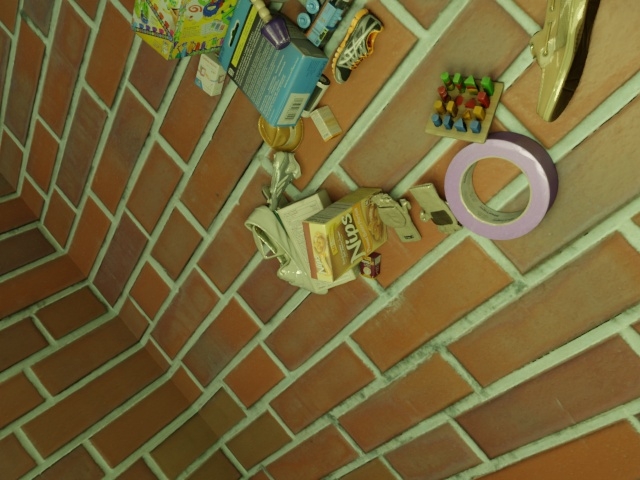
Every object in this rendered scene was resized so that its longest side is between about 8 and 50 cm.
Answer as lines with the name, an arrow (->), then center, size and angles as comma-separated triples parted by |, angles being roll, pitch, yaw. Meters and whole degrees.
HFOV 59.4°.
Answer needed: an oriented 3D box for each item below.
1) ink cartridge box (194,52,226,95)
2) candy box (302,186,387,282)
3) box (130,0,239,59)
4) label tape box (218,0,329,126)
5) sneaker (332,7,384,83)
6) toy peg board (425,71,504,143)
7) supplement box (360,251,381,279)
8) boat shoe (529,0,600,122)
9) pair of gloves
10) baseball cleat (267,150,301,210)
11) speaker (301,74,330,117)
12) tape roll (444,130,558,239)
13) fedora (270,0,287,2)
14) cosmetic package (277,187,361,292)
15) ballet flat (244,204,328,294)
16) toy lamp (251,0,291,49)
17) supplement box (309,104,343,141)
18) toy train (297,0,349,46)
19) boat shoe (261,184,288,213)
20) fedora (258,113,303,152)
ink cartridge box -> -0.376, -0.576, 1.931 | 0.089, 0.052, 0.122 | 39, 129, 16
candy box -> 0.082, -0.026, 1.686 | 0.088, 0.316, 0.182 | 7, 117, 36
box -> -0.379, -0.729, 1.692 | 0.177, 0.290, 0.279 | 42, 131, 14
label tape box -> -0.157, -0.552, 1.716 | 0.347, 0.115, 0.249 | 52, 132, 26
sneaker -> 0.101, -0.531, 1.569 | 0.083, 0.084, 0.214 | 36, 129, 11
toy peg board -> 0.355, -0.345, 1.417 | 0.161, 0.079, 0.160 | 18, 86, 30
supplement box -> 0.166, 0.081, 1.862 | 0.055, 0.043, 0.083 | 17, 121, 31
boat shoe -> 0.536, -0.442, 1.264 | 0.110, 0.122, 0.340 | 22, 114, 33
pair of gloves -> 0.284, -0.083, 1.645 | 0.240, 0.042, 0.204 | -14, 131, 46
baseball cleat -> -0.120, -0.195, 1.886 | 0.110, 0.072, 0.205 | 4, 111, -10
speaker -> -0.025, -0.445, 1.728 | 0.055, 0.055, 0.136 | 47, 132, 8
tape roll -> 0.473, -0.143, 1.480 | 0.275, 0.090, 0.274 | 18, 122, 31
fedora -> -0.116, -0.805, 1.562 | 0.275, 0.124, 0.243 | 47, 133, 8
cosmetic package -> 0.000, 0.000, 1.873 | 0.160, 0.113, 0.309 | -20, 99, 21
ballet flat -> -0.134, 0.057, 2.016 | 0.400, 0.139, 0.139 | 53, 133, 3
toy lamp -> -0.170, -0.655, 1.546 | 0.080, 0.080, 0.274 | -28, 92, 43
supplement box -> 0.018, -0.362, 1.733 | 0.036, 0.062, 0.098 | -26, 95, 44
toy train -> 0.012, -0.645, 1.583 | 0.105, 0.080, 0.184 | 41, 130, 1
boat shoe -> -0.140, -0.106, 1.981 | 0.206, 0.075, 0.065 | 45, 129, 3
fedora -> -0.149, -0.372, 1.844 | 0.194, 0.079, 0.194 | 18, 123, 30
